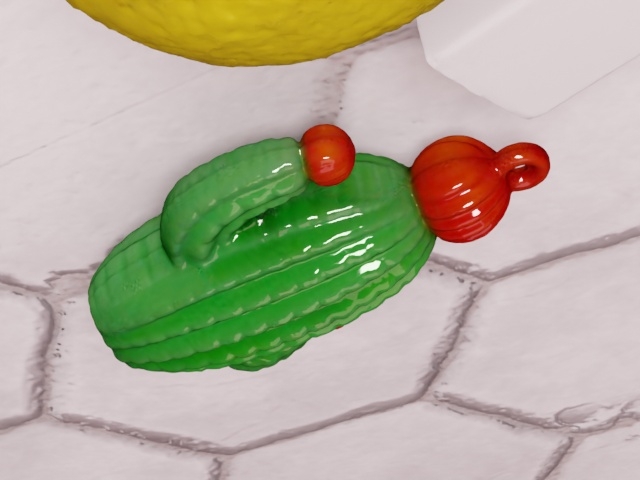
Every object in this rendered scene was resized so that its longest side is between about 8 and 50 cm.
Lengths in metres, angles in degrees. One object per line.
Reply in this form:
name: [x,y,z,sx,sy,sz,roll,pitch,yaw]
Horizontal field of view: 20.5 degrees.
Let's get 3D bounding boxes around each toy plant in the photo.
toy plant: [-0.014,-0.001,0.910,0.154,0.088,0.240,21,136,-37]

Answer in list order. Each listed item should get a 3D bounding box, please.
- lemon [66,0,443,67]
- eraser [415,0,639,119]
lemon: [-0.020,-0.146,0.598,0.203,0.178,0.178,-21,146,15]
eraser: [0.171,-0.161,0.718,0.298,0.078,0.076,-32,142,32]
